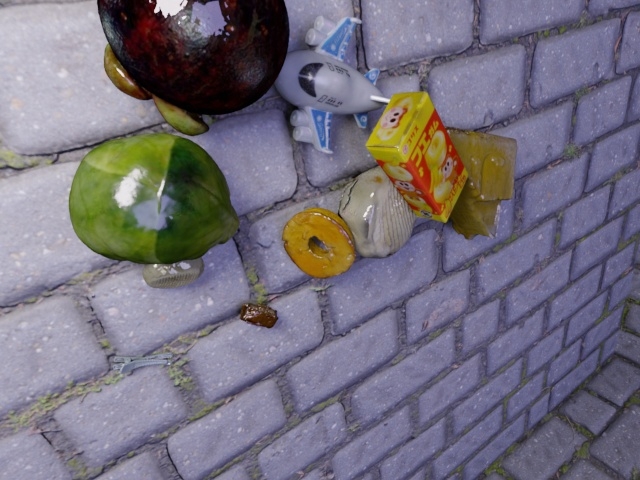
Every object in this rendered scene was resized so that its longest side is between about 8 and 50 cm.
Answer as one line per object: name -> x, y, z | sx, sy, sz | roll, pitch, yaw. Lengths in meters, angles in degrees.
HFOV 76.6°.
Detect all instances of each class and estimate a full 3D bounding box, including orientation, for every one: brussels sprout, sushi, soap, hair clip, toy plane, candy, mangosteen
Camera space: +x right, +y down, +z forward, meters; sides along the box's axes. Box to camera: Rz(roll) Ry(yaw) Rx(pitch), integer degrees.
brussels sprout -> -0.262, -0.065, 0.688 | 0.271, 0.210, 0.219 | 23, 70, -59
sushi -> -0.144, 0.175, 0.957 | 0.120, 0.052, 0.055 | 25, 94, -38
soap -> 0.354, -0.140, 1.093 | 0.339, 0.169, 0.304 | -2, 100, -33
hair clip -> -0.369, 0.259, 0.852 | 0.115, 0.039, 0.030 | 2, 113, -37
toy plane -> 0.028, -0.313, 0.831 | 0.267, 0.123, 0.266 | -11, 114, -27
candy -> 0.219, -0.170, 0.878 | 0.276, 0.088, 0.146 | 39, 74, -45
mangosteen -> -0.187, -0.310, 0.602 | 0.288, 0.288, 0.288 | -13, 116, -29

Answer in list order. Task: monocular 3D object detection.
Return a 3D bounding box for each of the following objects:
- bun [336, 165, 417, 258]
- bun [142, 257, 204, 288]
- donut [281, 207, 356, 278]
bun -> 0.137, -0.072, 0.990 | 0.239, 0.141, 0.239 | -16, 114, -40
bun -> -0.286, 0.049, 0.790 | 0.115, 0.069, 0.115 | -15, 160, -6
donut -> 0.000, 0.000, 0.931 | 0.065, 0.162, 0.178 | -64, 138, -53
